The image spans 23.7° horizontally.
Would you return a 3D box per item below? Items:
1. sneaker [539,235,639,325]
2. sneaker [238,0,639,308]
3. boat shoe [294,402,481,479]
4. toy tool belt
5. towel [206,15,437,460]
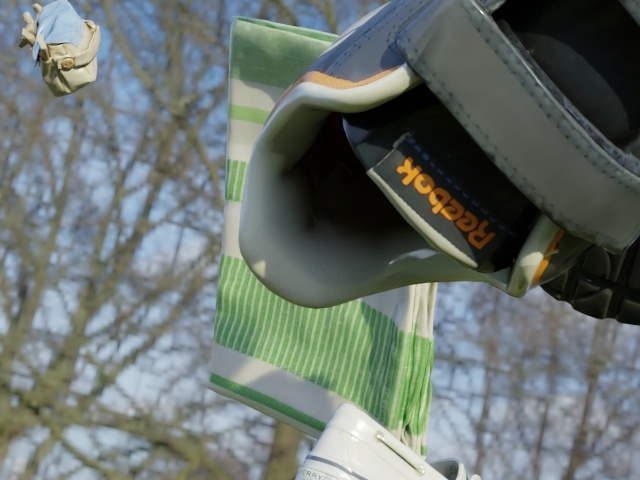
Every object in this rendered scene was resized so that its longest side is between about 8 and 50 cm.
[{"bbox_3d":[0.129,-0.046,0.903,0.267,0.106,0.101,29,-47,21],"label":"sneaker"},{"bbox_3d":[0.091,-0.063,0.519,0.126,0.127,0.321,44,-43,-10],"label":"sneaker"},{"bbox_3d":[0.083,0.184,1.025,0.226,0.076,0.083,37,-19,-35],"label":"boat shoe"},{"bbox_3d":[-0.177,-0.140,1.026,0.052,0.083,0.051,-26,-47,11],"label":"toy tool belt"},{"bbox_3d":[0.000,0.000,1.210,0.038,0.325,0.248,-11,21,-43],"label":"towel"}]
